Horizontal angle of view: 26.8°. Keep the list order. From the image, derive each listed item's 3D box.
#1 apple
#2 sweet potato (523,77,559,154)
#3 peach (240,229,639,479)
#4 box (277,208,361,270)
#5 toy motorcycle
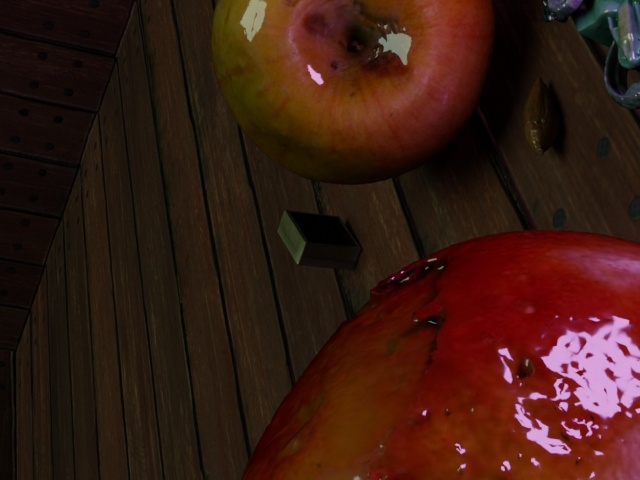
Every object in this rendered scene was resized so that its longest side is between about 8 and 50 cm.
[{"bbox_3d":[0.036,-0.204,1.406,0.275,0.299,0.299,-26,-49,-78],"label":"apple"},{"bbox_3d":[0.207,-0.113,1.258,0.034,0.034,0.095,129,156,-51],"label":"sweet potato"},{"bbox_3d":[0.145,0.176,0.903,0.339,0.417,0.353,25,141,57],"label":"peach"},{"bbox_3d":[0.000,0.000,1.648,0.079,0.083,0.035,56,133,50],"label":"box"},{"bbox_3d":[0.276,-0.244,1.073,0.198,0.109,0.296,-40,41,44],"label":"toy motorcycle"}]
